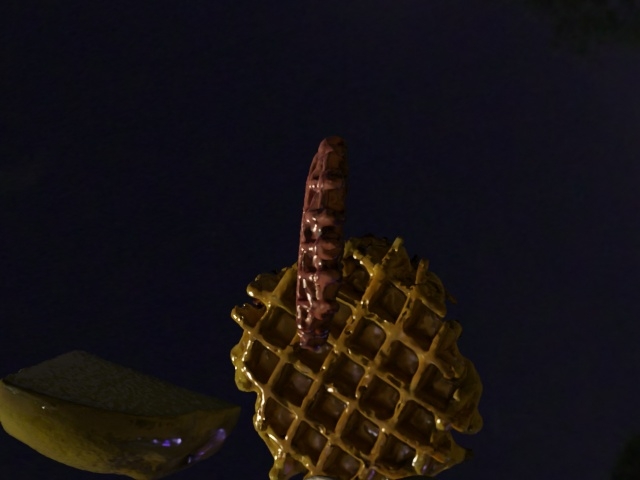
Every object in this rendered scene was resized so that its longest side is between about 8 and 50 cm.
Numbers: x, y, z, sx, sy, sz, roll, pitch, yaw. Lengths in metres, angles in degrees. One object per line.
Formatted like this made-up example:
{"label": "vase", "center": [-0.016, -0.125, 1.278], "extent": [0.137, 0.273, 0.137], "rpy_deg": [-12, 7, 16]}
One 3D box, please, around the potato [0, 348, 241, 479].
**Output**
{"label": "potato", "center": [-0.150, 0.142, 0.816], "extent": [0.120, 0.149, 0.081], "rpy_deg": [-20, -54, -73]}

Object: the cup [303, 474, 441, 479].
{"label": "cup", "center": [0.113, 0.398, 1.238], "extent": [0.163, 0.347, 0.347], "rpy_deg": [-15, -85, -27]}

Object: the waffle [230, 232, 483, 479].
{"label": "waffle", "center": [0.042, 0.188, 1.676], "extent": [0.095, 0.382, 0.379], "rpy_deg": [-10, -100, -65]}

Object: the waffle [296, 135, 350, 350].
{"label": "waffle", "center": [0.000, 0.000, 1.345], "extent": [0.055, 0.234, 0.221], "rpy_deg": [6, -128, -6]}
